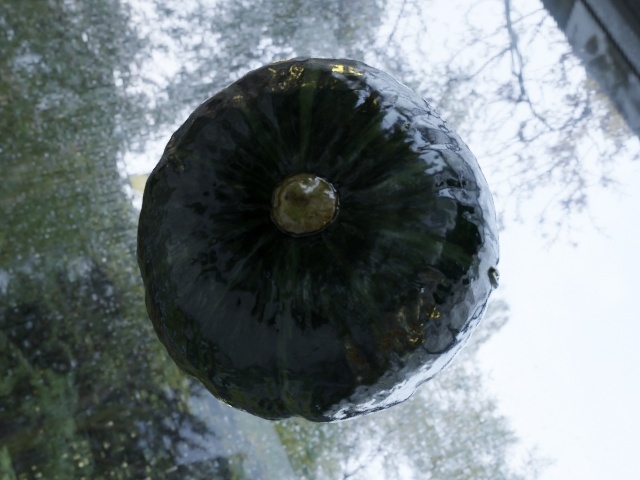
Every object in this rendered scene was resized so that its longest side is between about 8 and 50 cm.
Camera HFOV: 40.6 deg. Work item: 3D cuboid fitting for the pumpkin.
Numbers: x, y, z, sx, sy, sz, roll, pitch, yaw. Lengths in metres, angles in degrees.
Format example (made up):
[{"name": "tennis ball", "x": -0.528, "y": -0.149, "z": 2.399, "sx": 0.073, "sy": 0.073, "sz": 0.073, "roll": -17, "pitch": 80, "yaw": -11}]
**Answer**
[{"name": "pumpkin", "x": -0.002, "y": -0.001, "z": 0.501, "sx": 0.152, "sy": 0.211, "sz": 0.212, "roll": 83, "pitch": -14, "yaw": -81}]
